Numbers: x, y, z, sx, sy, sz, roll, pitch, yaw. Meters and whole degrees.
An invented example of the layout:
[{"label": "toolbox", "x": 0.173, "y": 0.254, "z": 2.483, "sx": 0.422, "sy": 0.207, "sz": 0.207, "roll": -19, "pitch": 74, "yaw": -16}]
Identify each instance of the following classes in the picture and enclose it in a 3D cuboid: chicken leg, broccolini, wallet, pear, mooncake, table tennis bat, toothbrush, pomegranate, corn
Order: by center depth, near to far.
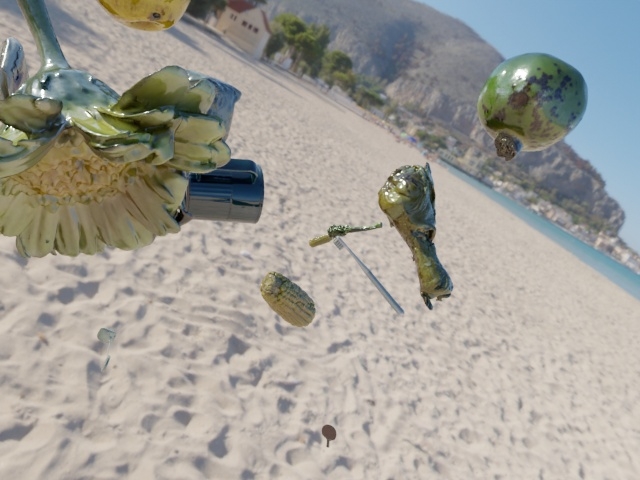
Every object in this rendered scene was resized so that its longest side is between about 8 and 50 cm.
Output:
[{"label": "pear", "x": -0.430, "y": -0.647, "z": 1.213, "sx": 0.280, "sy": 0.281, "sz": 0.281, "roll": 28, "pitch": 15, "yaw": -8}, {"label": "pomegranate", "x": 0.497, "y": -0.318, "z": 1.222, "sx": 0.254, "sy": 0.271, "sz": 0.254, "roll": 28, "pitch": -12, "yaw": 6}, {"label": "chicken leg", "x": 0.275, "y": -0.022, "z": 1.410, "sx": 0.201, "sy": 0.152, "sz": 0.429, "roll": 7, "pitch": 62, "yaw": -43}, {"label": "wallet", "x": -0.898, "y": -0.440, "z": 1.527, "sx": 0.068, "sy": 0.275, "sz": 0.335, "roll": -7, "pitch": 50, "yaw": -14}, {"label": "table tennis bat", "x": 0.026, "y": 0.613, "z": 1.600, "sx": 0.050, "sy": 0.083, "sz": 0.007, "roll": 12, "pitch": 20, "yaw": 20}, {"label": "corn", "x": -0.100, "y": 0.189, "z": 1.612, "sx": 0.119, "sy": 0.119, "sz": 0.322, "roll": 41, "pitch": -8, "yaw": 36}, {"label": "toothbrush", "x": 0.159, "y": 0.117, "z": 1.638, "sx": 0.342, "sy": 0.030, "sz": 0.025, "roll": 47, "pitch": 10, "yaw": -11}, {"label": "mooncake", "x": -0.379, "y": -0.408, "z": 1.671, "sx": 0.136, "sy": 0.250, "sz": 0.254, "roll": 27, "pitch": 11, "yaw": 24}, {"label": "broccolini", "x": 0.116, "y": -0.042, "z": 1.763, "sx": 0.239, "sy": 0.054, "sz": 0.051, "roll": -9, "pitch": -37, "yaw": 46}, {"label": "corn", "x": 0.000, "y": 0.000, "z": 1.936, "sx": 0.037, "sy": 0.092, "sz": 0.037, "roll": 163, "pitch": -90, "yaw": -90}]

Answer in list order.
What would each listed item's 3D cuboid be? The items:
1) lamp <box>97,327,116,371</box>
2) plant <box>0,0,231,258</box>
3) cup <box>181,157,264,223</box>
[{"label": "lamp", "x": -0.678, "y": 0.340, "z": 1.597, "sx": 0.056, "sy": 0.050, "sz": 0.198, "roll": 29, "pitch": 8, "yaw": -24}, {"label": "plant", "x": -0.262, "y": -0.093, "z": 0.544, "sx": 0.305, "sy": 0.261, "sz": 0.297, "roll": -20, "pitch": 45, "yaw": -15}, {"label": "cup", "x": -0.383, "y": -0.190, "z": 1.996, "sx": 0.292, "sy": 0.242, "sz": 0.308, "roll": 2, "pitch": 3, "yaw": -21}]
